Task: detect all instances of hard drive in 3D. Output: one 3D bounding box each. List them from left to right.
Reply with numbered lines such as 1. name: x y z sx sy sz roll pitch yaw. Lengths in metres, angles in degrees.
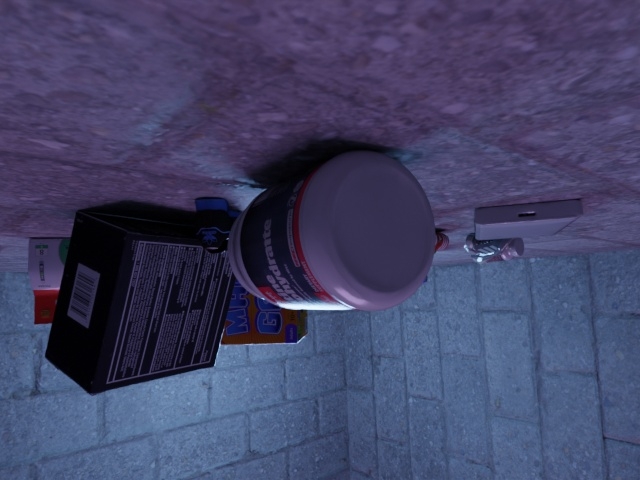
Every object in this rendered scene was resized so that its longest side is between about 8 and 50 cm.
1. hard drive: 0.471 -0.041 1.047 0.203 0.040 0.307 -4 172 19

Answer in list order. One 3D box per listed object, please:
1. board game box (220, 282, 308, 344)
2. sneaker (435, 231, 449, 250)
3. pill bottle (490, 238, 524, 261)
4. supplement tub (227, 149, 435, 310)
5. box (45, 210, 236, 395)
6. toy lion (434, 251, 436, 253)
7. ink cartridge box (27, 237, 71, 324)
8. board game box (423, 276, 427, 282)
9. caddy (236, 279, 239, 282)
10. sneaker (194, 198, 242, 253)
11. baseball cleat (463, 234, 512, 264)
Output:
1. board game box: -0.252 0.243 1.892 0.357 0.355 0.356 -2 174 5
2. sneaker: 0.284 0.022 1.330 0.128 0.086 0.221 7 170 -39
3. pill bottle: 0.578 0.026 1.451 0.086 0.086 0.152 4 172 -40
4. supplement tub: 0.000 0.000 0.610 0.191 0.191 0.272 2 172 -33
5. box: -0.346 0.116 0.906 0.183 0.296 0.294 17 -176 33
6. toy lion: 0.314 0.019 1.389 0.100 0.096 0.034 33 155 35
7. ink cartridge box: -0.666 0.106 1.173 0.181 0.224 0.056 -1 174 -15
8. board game box: 0.294 0.119 1.926 0.291 0.141 0.232 -2 173 2
9. caddy: -0.120 0.098 1.469 0.241 0.179 0.341 -7 172 41
10. sneaker: -0.191 -0.015 0.852 0.082 0.090 0.232 -2 173 2
11. baseball cleat: 0.506 0.009 1.353 0.110 0.072 0.206 33 150 7
